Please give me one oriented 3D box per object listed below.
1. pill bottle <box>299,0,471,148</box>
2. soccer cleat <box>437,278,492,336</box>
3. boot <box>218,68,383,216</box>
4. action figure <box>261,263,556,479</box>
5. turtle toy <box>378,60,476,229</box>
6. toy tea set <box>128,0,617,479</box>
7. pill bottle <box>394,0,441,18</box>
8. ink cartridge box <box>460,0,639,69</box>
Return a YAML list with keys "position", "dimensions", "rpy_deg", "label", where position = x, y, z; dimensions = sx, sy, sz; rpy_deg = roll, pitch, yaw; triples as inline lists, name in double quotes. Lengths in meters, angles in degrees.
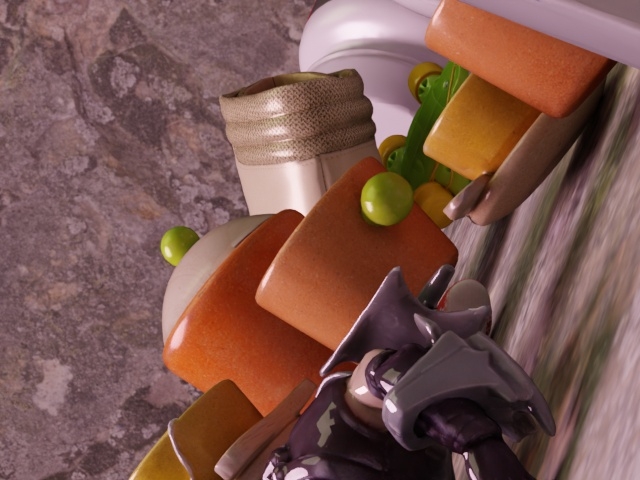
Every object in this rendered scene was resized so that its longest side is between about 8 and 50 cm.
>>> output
- position: [0.078, -0.166, 1.212]
  dimensions: [0.161, 0.161, 0.283]
  rpy_deg: [110, -179, -58]
  label: "pill bottle"
- position: [0.063, 0.058, 0.787]
  dimensions: [0.036, 0.029, 0.083]
  rpy_deg: [-88, 13, -63]
  label: "soccer cleat"
- position: [0.000, 0.000, 0.990]
  dimensions: [0.262, 0.095, 0.203]
  rpy_deg: [-144, 39, -87]
  label: "boot"
- position: [0.003, 0.124, 0.514]
  dimensions: [0.285, 0.099, 0.185]
  rpy_deg: [-62, -13, -55]
  label: "action figure"
- position: [0.088, -0.064, 0.954]
  dimensions: [0.130, 0.066, 0.095]
  rpy_deg: [-67, 24, 21]
  label: "turtle toy"
- position: [0.008, -0.023, 0.685]
  dimensions: [0.336, 0.124, 0.200]
  rpy_deg: [-54, -9, 22]
  label: "toy tea set"
- position: [0.090, -0.212, 0.916]
  dimensions: [0.301, 0.169, 0.169]
  rpy_deg: [-67, -2, -72]
  label: "pill bottle"
- position: [0.075, -0.146, 0.388]
  dimensions: [0.082, 0.139, 0.191]
  rpy_deg: [-83, 14, -85]
  label: "ink cartridge box"
